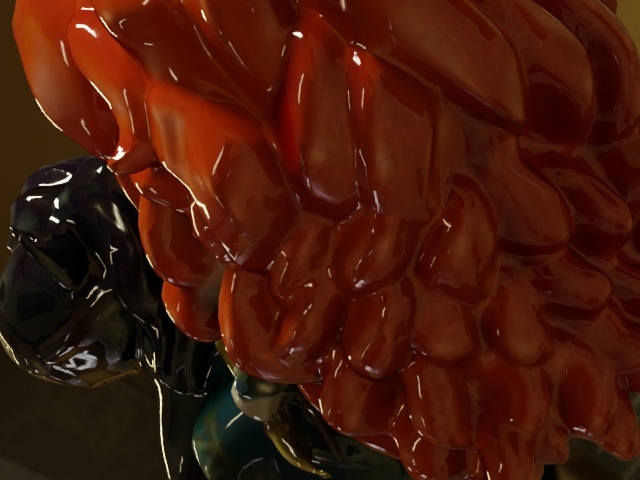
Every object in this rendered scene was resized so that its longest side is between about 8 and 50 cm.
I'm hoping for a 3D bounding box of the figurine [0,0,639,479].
[{"bbox_3d":[-0.007,0.002,0.537,0.241,0.306,0.411,-31,-17,-39],"label":"figurine"}]
